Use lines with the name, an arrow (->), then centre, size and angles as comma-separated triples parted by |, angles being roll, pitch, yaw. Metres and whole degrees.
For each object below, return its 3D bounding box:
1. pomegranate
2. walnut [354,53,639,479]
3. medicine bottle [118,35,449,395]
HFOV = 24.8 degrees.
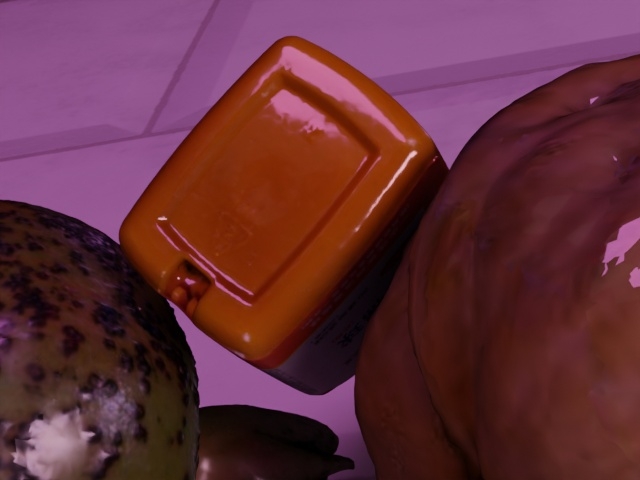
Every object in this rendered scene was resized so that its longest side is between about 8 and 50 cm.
pomegranate -> -0.142, 0.121, 0.814 | 0.340, 0.285, 0.285 | 10, 15, -26
walnut -> 0.193, 0.048, 0.718 | 0.306, 0.306, 0.344 | 14, 42, 45
medicine bottle -> 0.001, 0.001, 0.803 | 0.112, 0.222, 0.149 | 40, 89, 20
